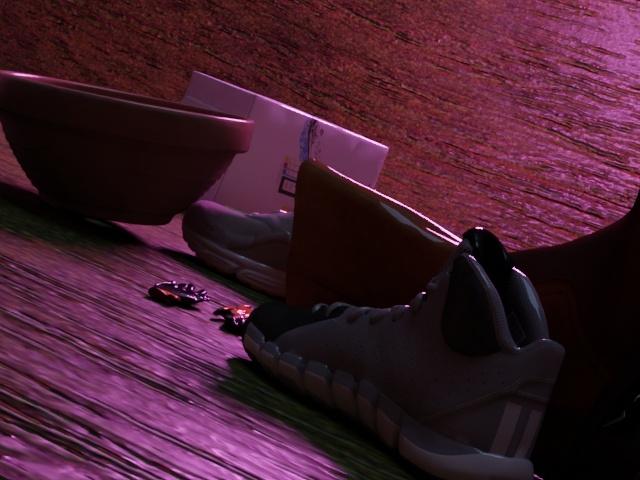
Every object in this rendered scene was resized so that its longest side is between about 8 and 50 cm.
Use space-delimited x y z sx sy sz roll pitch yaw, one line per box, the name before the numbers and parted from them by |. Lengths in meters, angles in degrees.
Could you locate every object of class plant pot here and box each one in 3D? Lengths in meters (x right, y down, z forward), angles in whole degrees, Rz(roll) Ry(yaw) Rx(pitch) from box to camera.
plant pot | -0.185 -0.078 1.116 0.237 0.110 0.237 12 6 -1

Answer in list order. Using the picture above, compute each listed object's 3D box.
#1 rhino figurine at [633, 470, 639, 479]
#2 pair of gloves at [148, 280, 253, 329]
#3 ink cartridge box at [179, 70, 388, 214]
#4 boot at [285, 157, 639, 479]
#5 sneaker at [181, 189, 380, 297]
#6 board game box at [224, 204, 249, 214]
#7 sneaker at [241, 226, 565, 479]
rhino figurine | 0.226 0.149 0.665 0.106 0.073 0.243 52 11 13
pair of gloves | -0.078 0.047 0.884 0.083 0.010 0.074 20 5 7
ink cartridge box | -0.070 -0.097 1.641 0.233 0.168 0.171 19 5 -37
boot | 0.106 0.004 0.765 0.280 0.264 0.096 27 39 33
sneaker | 0.000 0.000 1.113 0.262 0.121 0.099 23 5 22
board game box | -0.054 0.005 1.363 0.124 0.039 0.259 22 7 -5
sneaker | 0.053 0.047 0.719 0.086 0.132 0.229 17 7 -45
